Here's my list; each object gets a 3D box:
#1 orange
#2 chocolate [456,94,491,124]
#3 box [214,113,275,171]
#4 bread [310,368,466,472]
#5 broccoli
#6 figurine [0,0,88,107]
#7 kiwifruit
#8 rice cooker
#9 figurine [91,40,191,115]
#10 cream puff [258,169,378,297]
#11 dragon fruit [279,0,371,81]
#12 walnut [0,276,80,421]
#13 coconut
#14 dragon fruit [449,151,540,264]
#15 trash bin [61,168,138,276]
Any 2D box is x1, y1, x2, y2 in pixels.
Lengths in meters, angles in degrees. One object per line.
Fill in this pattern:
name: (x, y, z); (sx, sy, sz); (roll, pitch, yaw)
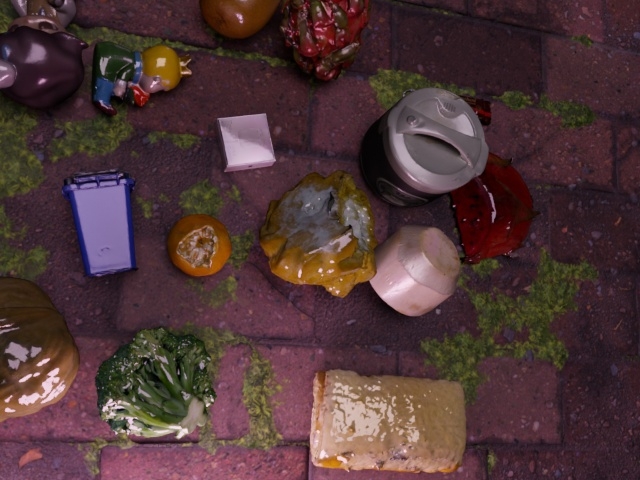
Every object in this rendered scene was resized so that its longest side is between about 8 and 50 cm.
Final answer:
orange: (-0.288, 0.009, 1.607); (0.154, 0.134, 0.155); (5, 71, -16)
chocolate: (0.420, -0.388, 1.961); (0.182, 0.028, 0.086); (9, 74, -14)
box: (-0.193, -0.252, 1.729); (0.129, 0.051, 0.130); (-10, 84, -19)
bread: (0.162, 0.447, 1.649); (0.375, 0.165, 0.236); (9, 73, -15)
broccoli: (-0.352, 0.323, 1.468); (0.245, 0.294, 0.265); (24, 106, 24)
figurine: (-0.641, -0.484, 1.548); (0.218, 0.206, 0.365); (6, 78, -15)
kiwifruit: (-0.196, -0.636, 1.727); (0.196, 0.196, 0.234); (31, 68, -10)
rice cooker: (0.265, -0.234, 1.751); (0.288, 0.277, 0.288); (3, 80, -18)
figurine: (-0.435, -0.390, 1.650); (0.234, 0.127, 0.185); (2, 91, -31)
cream puff: (-0.006, 0.006, 1.649); (0.274, 0.270, 0.323); (-7, 45, 13)
dragon fruit: (0.009, -0.573, 1.753); (0.231, 0.237, 0.303); (10, 102, -5)
walnut: (-0.655, 0.229, 1.382); (0.277, 0.282, 0.253); (-29, 129, -16)
coconut: (0.234, 0.078, 1.724); (0.241, 0.241, 0.241); (3, 79, -17)
dragon fruit: (0.503, -0.118, 1.903); (0.282, 0.100, 0.343); (-9, 84, -23)
trash bin: (-0.492, -0.039, 1.533); (0.162, 0.184, 0.234); (-8, 88, -17)
